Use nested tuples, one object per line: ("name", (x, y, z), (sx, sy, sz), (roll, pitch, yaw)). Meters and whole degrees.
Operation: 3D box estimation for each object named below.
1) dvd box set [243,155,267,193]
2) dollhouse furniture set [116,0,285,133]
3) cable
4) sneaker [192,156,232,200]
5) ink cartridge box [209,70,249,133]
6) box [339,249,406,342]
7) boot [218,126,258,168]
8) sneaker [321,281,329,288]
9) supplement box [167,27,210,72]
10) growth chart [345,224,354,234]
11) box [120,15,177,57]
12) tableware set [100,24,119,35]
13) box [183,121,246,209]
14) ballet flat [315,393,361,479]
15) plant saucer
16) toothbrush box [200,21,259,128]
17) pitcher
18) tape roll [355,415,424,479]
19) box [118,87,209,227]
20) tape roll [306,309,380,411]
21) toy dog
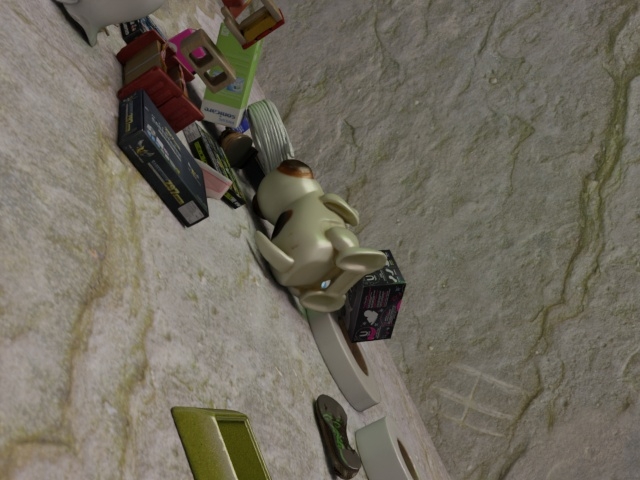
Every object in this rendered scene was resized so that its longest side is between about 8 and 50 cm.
("dvd box set", (-0.166, -0.184, 2.521), (0.308, 0.062, 0.420), (61, 7, -11))
("dollhouse furniture set", (-0.242, -0.392, 1.486), (0.152, 0.374, 0.201), (50, 15, -41))
("cable", (-0.162, -0.316, 2.232), (0.257, 0.089, 0.257), (119, -48, -77))
("sneaker", (-0.275, -0.143, 1.657), (0.134, 0.070, 0.051), (34, 7, 20))
("ink cartridge box", (-0.327, -0.500, 2.551), (0.165, 0.065, 0.333), (58, 9, -37))
("box", (0.152, 0.172, 2.185), (0.163, 0.142, 0.247), (-111, -156, -47))
("boot", (-0.267, -0.286, 2.097), (0.115, 0.112, 0.305), (47, 0, 0))
("sneaker", (-0.043, 0.078, 2.356), (0.237, 0.085, 0.086), (62, 14, 25))
("supplement box", (-0.388, -0.550, 2.078), (0.114, 0.111, 0.220), (61, 8, -12))
("growth chart", (0.000, 0.000, 2.259), (0.237, 0.172, 0.021), (29, 15, 36))
("box", (-0.433, -0.499, 1.803), (0.220, 0.051, 0.175), (53, 12, -53))
("tableware set", (-0.501, -0.539, 1.501), (0.194, 0.039, 0.128), (62, 7, -1))
("box", (-0.275, -0.194, 1.840), (0.191, 0.045, 0.184), (64, 5, 20))
("ballet flat", (0.033, 0.452, 1.622), (0.084, 0.058, 0.250), (18, 24, -25))
("plant saucer", (-0.123, 0.317, 0.999), (0.188, 0.045, 0.188), (65, 8, 19))
("toothbrush box", (-0.263, -0.496, 2.110), (0.206, 0.122, 0.283), (-91, -164, -74))
("pitcher", (-0.403, -0.488, 1.348), (0.126, 0.207, 0.178), (65, 9, 24))
("tape roll", (0.205, 0.638, 1.954), (0.286, 0.100, 0.286), (62, 7, -12))
("box", (-0.309, -0.164, 1.399), (0.233, 0.059, 0.183), (58, 7, -37))
("tape roll", (0.073, 0.347, 2.223), (0.392, 0.072, 0.392), (62, 7, -14))
("toy dog", (-0.062, -0.033, 2.061), (0.395, 0.285, 0.408), (6, 46, -32))
